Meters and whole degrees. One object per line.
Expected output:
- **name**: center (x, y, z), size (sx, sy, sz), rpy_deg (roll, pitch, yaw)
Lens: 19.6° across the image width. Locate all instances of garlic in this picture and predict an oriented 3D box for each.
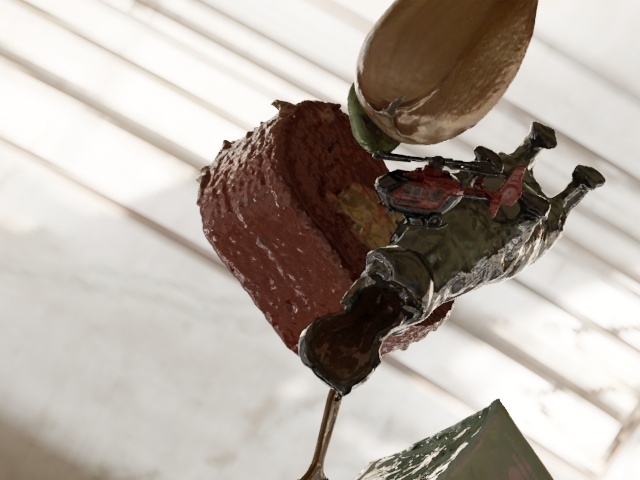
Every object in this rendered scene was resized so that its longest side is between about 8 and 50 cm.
- **garlic**: center (0.100, -0.144, 1.555), size (0.128, 0.207, 0.115), rpy_deg (9, 141, 45)

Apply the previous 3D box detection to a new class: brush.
- **brush**: center (-0.003, 0.221, 1.866), size (0.043, 0.170, 0.014), rpy_deg (-1, -159, -45)

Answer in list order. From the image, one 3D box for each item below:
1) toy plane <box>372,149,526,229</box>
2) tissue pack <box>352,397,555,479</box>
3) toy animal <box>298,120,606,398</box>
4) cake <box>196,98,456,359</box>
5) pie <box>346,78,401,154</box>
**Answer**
- **toy plane**: center (0.098, -0.042, 1.472), size (0.145, 0.060, 0.037), rpy_deg (4, -156, -26)
- **tissue pack**: center (0.133, 0.386, 1.491), size (0.405, 0.205, 0.332), rpy_deg (58, -143, -5)
- **toy animal**: center (0.115, 0.003, 1.612), size (0.106, 0.168, 0.343), rpy_deg (46, -136, 11)
- **cake**: center (0.000, 0.000, 1.825), size (0.283, 0.151, 0.177), rpy_deg (58, -142, -5)
- **pie**: center (0.054, -0.116, 1.636), size (0.017, 0.085, 0.085), rpy_deg (2, 177, 41)
